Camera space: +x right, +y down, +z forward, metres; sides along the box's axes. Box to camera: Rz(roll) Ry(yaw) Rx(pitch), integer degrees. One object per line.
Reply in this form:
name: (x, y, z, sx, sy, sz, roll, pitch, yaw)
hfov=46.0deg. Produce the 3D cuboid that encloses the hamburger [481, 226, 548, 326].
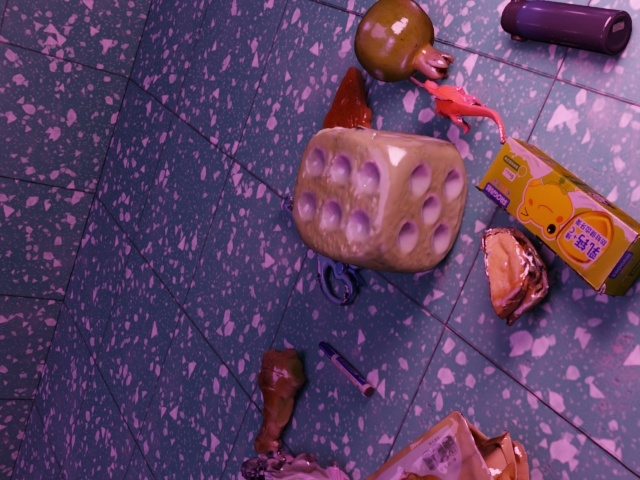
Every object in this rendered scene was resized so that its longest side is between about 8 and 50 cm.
hamburger: (0.346, 0.052, 1.287, 0.102, 0.087, 0.176, -23, 57, 36)

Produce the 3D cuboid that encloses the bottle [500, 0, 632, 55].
bottle: (0.414, -0.370, 1.299, 0.244, 0.072, 0.082, 35, 132, 51)

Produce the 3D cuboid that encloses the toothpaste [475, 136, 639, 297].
toothpaste: (0.397, -0.048, 1.241, 0.110, 0.077, 0.327, -61, 41, 21)

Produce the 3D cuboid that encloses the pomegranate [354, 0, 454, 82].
pomegranate: (0.165, -0.406, 1.553, 0.210, 0.179, 0.179, 44, 117, 47)

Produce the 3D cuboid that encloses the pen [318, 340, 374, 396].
pen: (0.054, 0.280, 1.666, 0.204, 0.025, 0.025, 39, 113, 50)

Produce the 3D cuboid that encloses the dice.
dice: (0.115, -0.086, 1.452, 0.252, 0.249, 0.255, 19, 103, 42)

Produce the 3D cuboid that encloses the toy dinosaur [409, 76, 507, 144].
toy dinosaur: (0.242, -0.265, 1.416, 0.070, 0.139, 0.286, -54, 27, 13)

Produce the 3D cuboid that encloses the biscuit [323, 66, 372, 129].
biscuit: (0.060, -0.271, 1.774, 0.183, 0.043, 0.280, 0, 77, 50)

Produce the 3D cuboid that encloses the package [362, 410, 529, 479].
package: (0.213, 0.454, 1.263, 0.311, 0.165, 0.221, -47, 53, 26)

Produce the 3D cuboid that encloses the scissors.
scissors: (0.000, 0.000, 1.796, 0.393, 0.032, 0.180, 48, 120, 46)

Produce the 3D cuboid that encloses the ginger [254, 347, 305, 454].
ginger: (-0.116, 0.394, 1.823, 0.131, 0.086, 0.295, 26, 109, 30)

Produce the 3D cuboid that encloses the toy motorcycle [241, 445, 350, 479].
toy motorcycle: (-0.051, 0.531, 1.649, 0.327, 0.188, 0.143, -175, 84, -68)
